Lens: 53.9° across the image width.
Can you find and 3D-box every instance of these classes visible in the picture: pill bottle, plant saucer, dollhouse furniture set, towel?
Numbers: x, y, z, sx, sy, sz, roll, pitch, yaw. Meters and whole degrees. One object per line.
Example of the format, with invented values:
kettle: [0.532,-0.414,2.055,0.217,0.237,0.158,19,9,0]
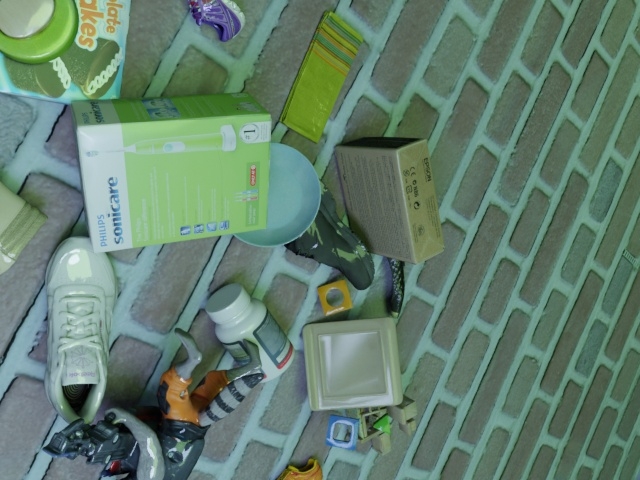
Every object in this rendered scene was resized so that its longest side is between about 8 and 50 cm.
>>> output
pill bottle: [-0.135,0.172,1.190,0.108,0.108,0.180,-41,119,-20]
plant saucer: [-0.095,-0.082,1.164,0.195,0.037,0.194,0,83,3]
dollhouse furniture set: [0.133,0.426,1.390,0.101,0.161,0.181,-18,109,-29]
towel: [0.004,-0.318,1.233,0.102,0.021,0.237,25,86,-34]

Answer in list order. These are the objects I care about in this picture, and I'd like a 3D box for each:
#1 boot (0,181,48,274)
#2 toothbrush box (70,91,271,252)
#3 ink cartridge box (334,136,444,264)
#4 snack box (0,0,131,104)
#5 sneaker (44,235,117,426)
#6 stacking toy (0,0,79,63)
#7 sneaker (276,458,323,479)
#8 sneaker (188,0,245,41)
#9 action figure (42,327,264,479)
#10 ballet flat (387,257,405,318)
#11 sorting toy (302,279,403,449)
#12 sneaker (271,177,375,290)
boot: [-0.548,-0.003,0.891,0.262,0.095,0.203,-50,124,-18]
toothbrush box: [-0.232,-0.114,1.000,0.283,0.122,0.206,-10,123,-23]
ink cartridge box: [0.137,-0.086,1.265,0.088,0.193,0.234,-25,113,-30]
snack box: [-0.382,-0.368,0.940,0.187,0.060,0.321,4,98,-33]
sneaker: [-0.372,0.147,1.000,0.114,0.152,0.305,0,99,-28]
stacking toy: [-0.472,-0.348,0.794,0.280,0.130,0.308,-13,102,-14]
sneaker: [-0.076,0.521,1.343,0.175,0.064,0.067,-20,91,-34]
sneaker: [-0.199,-0.403,1.054,0.170,0.068,0.071,41,83,-33]
action figure: [-0.251,0.307,1.005,0.330,0.179,0.341,-60,160,3]
ballet flat: [0.165,0.093,1.420,0.049,0.057,0.173,0,102,7]
sorting toy: [0.067,0.256,1.320,0.196,0.047,0.347,-6,85,4]
sneaker: [0.000,0.000,1.259,0.130,0.109,0.286,-41,110,-13]
